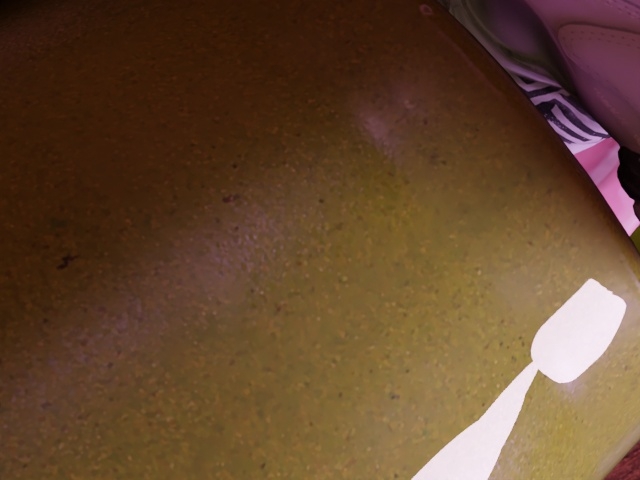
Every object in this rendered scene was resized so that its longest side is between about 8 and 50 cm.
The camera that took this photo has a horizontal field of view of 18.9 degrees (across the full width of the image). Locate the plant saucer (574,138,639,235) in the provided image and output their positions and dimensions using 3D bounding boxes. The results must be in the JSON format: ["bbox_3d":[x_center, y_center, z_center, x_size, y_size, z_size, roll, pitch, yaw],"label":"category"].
[{"bbox_3d":[0.000,0.000,0.933,0.332,0.084,0.332,-27,-168,6],"label":"plant saucer"}]

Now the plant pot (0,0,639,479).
[{"bbox_3d":[-0.085,0.077,0.637,0.353,0.366,0.366,-41,173,-10],"label":"plant pot"}]

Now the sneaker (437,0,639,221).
[{"bbox_3d":[0.094,-0.122,0.629,0.137,0.210,0.366,-30,-154,-2],"label":"sneaker"}]

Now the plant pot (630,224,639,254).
[{"bbox_3d":[0.246,-0.071,1.189,0.227,0.228,0.207,-38,174,38],"label":"plant pot"}]
